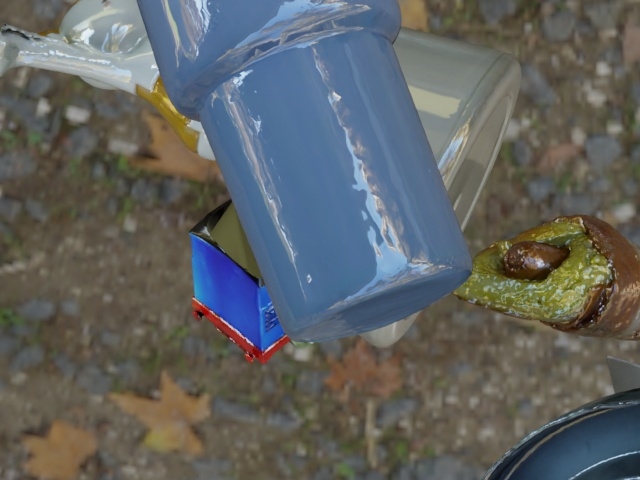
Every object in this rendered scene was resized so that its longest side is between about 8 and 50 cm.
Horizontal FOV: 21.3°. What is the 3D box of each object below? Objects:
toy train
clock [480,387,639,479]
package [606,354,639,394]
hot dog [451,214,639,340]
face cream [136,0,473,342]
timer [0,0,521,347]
[{"bbox_3d":[0.000,0.000,1.277,0.082,0.204,0.131,36,147,29],"label":"toy train"},{"bbox_3d":[0.227,0.240,1.061,0.312,0.061,0.313,6,104,26],"label":"clock"},{"bbox_3d":[0.291,0.210,1.251,0.062,0.251,0.204,-16,111,-8],"label":"package"},{"bbox_3d":[0.227,0.029,1.421,0.261,0.123,0.093,7,106,-38],"label":"hot dog"},{"bbox_3d":[-0.046,-0.152,0.610,0.086,0.385,0.135,-21,168,1],"label":"face cream"},{"bbox_3d":[-0.042,-0.073,0.948,0.266,0.175,0.175,25,136,10],"label":"timer"}]
